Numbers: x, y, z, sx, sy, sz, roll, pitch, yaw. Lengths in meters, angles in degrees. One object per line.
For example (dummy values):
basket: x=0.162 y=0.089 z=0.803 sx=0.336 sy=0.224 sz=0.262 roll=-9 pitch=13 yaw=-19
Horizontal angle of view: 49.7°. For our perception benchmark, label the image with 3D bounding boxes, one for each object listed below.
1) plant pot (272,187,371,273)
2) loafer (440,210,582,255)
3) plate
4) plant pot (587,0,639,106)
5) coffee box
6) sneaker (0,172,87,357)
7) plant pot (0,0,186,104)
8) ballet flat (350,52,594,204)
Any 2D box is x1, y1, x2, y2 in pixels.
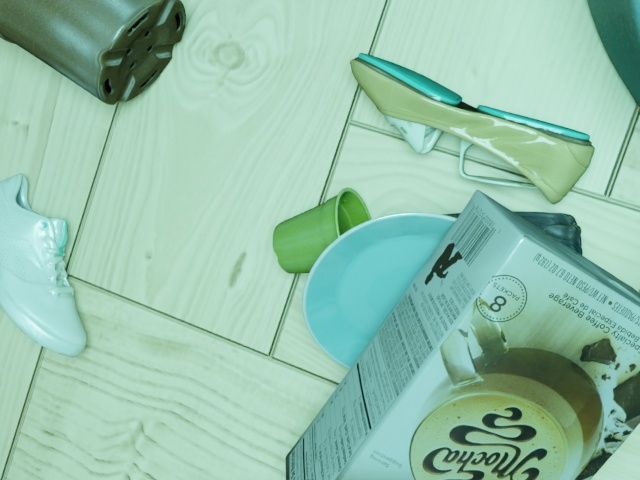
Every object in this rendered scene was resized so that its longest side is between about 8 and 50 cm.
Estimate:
plant pot: x=0.000 y=0.000 z=0.651 sx=0.079 sy=0.083 sz=0.083 roll=-14 pitch=85 yaw=26
loafer: x=0.148 y=-0.002 z=0.625 sx=0.170 sy=0.062 sz=0.061 roll=10 pitch=52 yaw=13
plate: x=0.078 y=0.050 z=0.611 sx=0.188 sy=0.024 sz=0.188 roll=0 pitch=124 yaw=0
plant pot: x=0.314 y=-0.218 z=0.492 sx=0.247 sy=0.248 sz=0.252 roll=-3 pitch=104 yaw=14
coffee box: x=0.116 y=0.136 z=0.545 sx=0.168 sy=0.119 sz=0.297 roll=29 pitch=106 yaw=-13
sneaker: x=-0.297 y=0.021 z=0.730 sx=0.094 sy=0.080 sz=0.212 roll=-37 pitch=79 yaw=-1
plant pot: x=-0.233 y=-0.232 z=0.677 sx=0.165 sy=0.167 sz=0.167 roll=38 pitch=98 yaw=5
ballet flat: x=0.122 y=-0.098 z=0.620 sx=0.232 sy=0.080 sz=0.073 roll=25 pitch=110 yaw=15
